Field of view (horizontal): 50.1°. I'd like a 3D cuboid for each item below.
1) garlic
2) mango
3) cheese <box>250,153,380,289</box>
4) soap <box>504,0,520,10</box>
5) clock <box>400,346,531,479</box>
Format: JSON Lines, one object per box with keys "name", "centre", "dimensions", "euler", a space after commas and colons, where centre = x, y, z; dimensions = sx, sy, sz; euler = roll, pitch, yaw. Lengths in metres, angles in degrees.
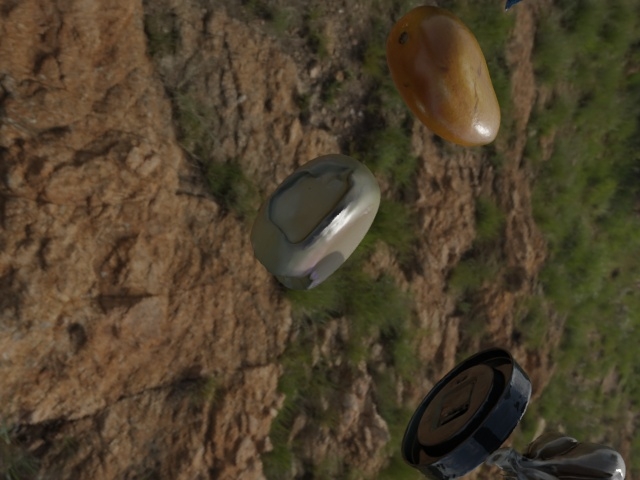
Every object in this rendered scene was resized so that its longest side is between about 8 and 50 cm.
{"name": "garlic", "centre": [0.252, 0.258, 0.740], "dimensions": [0.194, 0.127, 0.131], "euler": [41, 82, -32]}
{"name": "mango", "centre": [0.176, -0.216, 0.934], "dimensions": [0.219, 0.112, 0.145], "euler": [48, 48, -21]}
{"name": "cheese", "centre": [0.000, 0.000, 0.809], "dimensions": [0.163, 0.082, 0.286], "euler": [-44, 165, -11]}
{"name": "soap", "centre": [0.111, -0.347, 0.597], "dimensions": [0.077, 0.293, 0.156], "euler": [-41, 173, -27]}
{"name": "clock", "centre": [0.175, 0.210, 0.829], "dimensions": [0.040, 0.184, 0.184], "euler": [44, 68, -6]}
